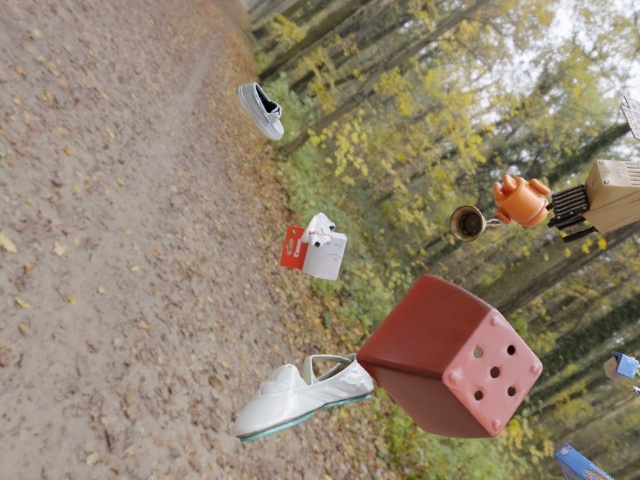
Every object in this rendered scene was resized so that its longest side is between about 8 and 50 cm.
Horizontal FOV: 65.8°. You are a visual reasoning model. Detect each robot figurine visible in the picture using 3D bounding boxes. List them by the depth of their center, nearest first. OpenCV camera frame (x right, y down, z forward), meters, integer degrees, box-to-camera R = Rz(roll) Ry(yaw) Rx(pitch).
[{"bbox_3d":[0.700,-0.132,1.726,0.219,0.158,0.128,36,-4,-12],"label":"robot figurine"}]

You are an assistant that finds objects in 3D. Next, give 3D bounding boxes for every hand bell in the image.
[{"bbox_3d":[0.566,-0.058,1.721,0.242,0.126,0.126,-2,53,-44],"label":"hand bell"}]

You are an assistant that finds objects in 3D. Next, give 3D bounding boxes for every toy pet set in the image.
[{"bbox_3d":[0.739,0.303,1.170,0.114,0.065,0.122,25,39,-3],"label":"toy pet set"}]

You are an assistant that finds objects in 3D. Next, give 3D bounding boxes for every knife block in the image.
[{"bbox_3d":[0.710,-0.079,1.212,0.242,0.276,0.088,82,16,-52],"label":"knife block"}]

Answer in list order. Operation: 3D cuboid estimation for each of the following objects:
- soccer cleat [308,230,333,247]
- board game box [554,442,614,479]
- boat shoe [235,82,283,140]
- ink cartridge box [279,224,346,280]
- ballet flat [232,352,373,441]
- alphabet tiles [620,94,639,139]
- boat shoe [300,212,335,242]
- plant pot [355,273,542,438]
[{"bbox_3d":[0.000,0.000,1.102,0.083,0.029,0.035,14,76,-56],"label":"soccer cleat"},{"bbox_3d":[0.673,0.603,1.173,0.210,0.047,0.160,34,-20,56],"label":"board game box"},{"bbox_3d":[-0.163,-0.387,1.498,0.227,0.081,0.079,44,40,-50],"label":"boat shoe"},{"bbox_3d":[-0.030,0.051,1.968,0.232,0.189,0.066,8,22,-14],"label":"ink cartridge box"},{"bbox_3d":[-0.037,0.326,1.092,0.400,0.139,0.139,0,51,-46],"label":"ballet flat"},{"bbox_3d":[1.114,-0.400,1.689,0.198,0.009,0.237,16,52,-13],"label":"alphabet tiles"},{"bbox_3d":[-0.002,-0.022,1.247,0.063,0.066,0.184,33,12,3],"label":"boat shoe"},{"bbox_3d":[0.289,0.254,1.042,0.267,0.267,0.236,48,-18,-14],"label":"plant pot"}]
